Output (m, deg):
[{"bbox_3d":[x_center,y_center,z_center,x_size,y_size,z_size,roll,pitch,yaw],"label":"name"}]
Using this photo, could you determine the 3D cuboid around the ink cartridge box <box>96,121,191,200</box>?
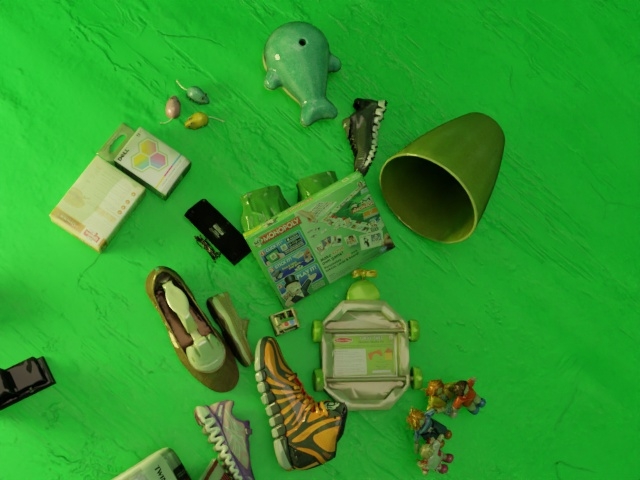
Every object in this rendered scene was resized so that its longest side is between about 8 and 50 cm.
[{"bbox_3d":[-0.434,-0.204,1.979,0.209,0.062,0.109,35,74,-1],"label":"ink cartridge box"}]

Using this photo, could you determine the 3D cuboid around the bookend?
[{"bbox_3d":[-0.678,0.314,1.766,0.157,0.156,0.072,-26,83,-16],"label":"bookend"}]

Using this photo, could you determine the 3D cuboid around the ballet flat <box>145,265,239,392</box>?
[{"bbox_3d":[-0.301,0.205,1.880,0.116,0.124,0.342,-29,84,-15],"label":"ballet flat"}]

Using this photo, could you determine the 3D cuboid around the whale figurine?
[{"bbox_3d":[-0.040,-0.435,2.067,0.216,0.141,0.272,-17,82,-14],"label":"whale figurine"}]

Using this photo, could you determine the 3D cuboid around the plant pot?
[{"bbox_3d":[0.344,-0.189,2.044,0.275,0.275,0.293,43,58,1],"label":"plant pot"}]

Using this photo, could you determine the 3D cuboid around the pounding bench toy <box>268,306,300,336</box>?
[{"bbox_3d":[-0.082,0.194,1.945,0.065,0.083,0.052,-19,81,-14],"label":"pounding bench toy"}]

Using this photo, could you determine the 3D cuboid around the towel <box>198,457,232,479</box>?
[{"bbox_3d":[-0.172,0.654,1.729,0.037,0.237,0.329,-30,95,13],"label":"towel"}]

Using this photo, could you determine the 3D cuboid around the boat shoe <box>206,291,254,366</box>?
[{"bbox_3d":[-0.199,0.208,1.932,0.072,0.068,0.190,-25,83,-27],"label":"boat shoe"}]

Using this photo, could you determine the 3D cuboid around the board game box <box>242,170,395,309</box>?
[{"bbox_3d":[0.000,0.000,1.949,0.317,0.046,0.214,-29,112,-5],"label":"board game box"}]

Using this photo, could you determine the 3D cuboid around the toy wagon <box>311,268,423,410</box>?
[{"bbox_3d":[0.111,0.242,1.982,0.267,0.068,0.345,1,76,-11],"label":"toy wagon"}]

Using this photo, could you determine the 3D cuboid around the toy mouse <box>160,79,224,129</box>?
[{"bbox_3d":[-0.340,-0.351,2.047,0.160,0.031,0.143,-17,81,-14],"label":"toy mouse"}]

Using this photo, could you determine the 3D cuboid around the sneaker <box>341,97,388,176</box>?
[{"bbox_3d":[0.100,-0.272,2.094,0.106,0.078,0.234,16,71,-4],"label":"sneaker"}]

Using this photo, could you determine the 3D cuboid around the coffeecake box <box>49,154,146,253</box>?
[{"bbox_3d":[-0.531,-0.085,1.930,0.142,0.068,0.186,35,73,-2],"label":"coffeecake box"}]

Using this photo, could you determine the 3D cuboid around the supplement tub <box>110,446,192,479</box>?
[{"bbox_3d":[-0.328,0.639,1.733,0.207,0.207,0.338,-31,84,-16],"label":"supplement tub"}]

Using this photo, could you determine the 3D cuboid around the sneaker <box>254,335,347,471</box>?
[{"bbox_3d":[-0.035,0.364,1.869,0.180,0.124,0.321,-16,91,14],"label":"sneaker"}]

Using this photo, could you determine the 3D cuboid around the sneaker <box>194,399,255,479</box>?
[{"bbox_3d":[-0.195,0.469,1.861,0.104,0.095,0.236,-27,83,-23],"label":"sneaker"}]

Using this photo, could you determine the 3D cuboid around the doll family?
[{"bbox_3d":[0.276,0.425,1.927,0.118,0.163,0.263,20,72,40],"label":"doll family"}]

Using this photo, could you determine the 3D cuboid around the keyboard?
[{"bbox_3d":[-0.261,-0.011,1.980,0.100,0.038,0.192,-39,71,-23],"label":"keyboard"}]

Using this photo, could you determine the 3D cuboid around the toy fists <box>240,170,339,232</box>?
[{"bbox_3d":[-0.060,-0.069,2.007,0.279,0.096,0.142,-15,73,-12],"label":"toy fists"}]
